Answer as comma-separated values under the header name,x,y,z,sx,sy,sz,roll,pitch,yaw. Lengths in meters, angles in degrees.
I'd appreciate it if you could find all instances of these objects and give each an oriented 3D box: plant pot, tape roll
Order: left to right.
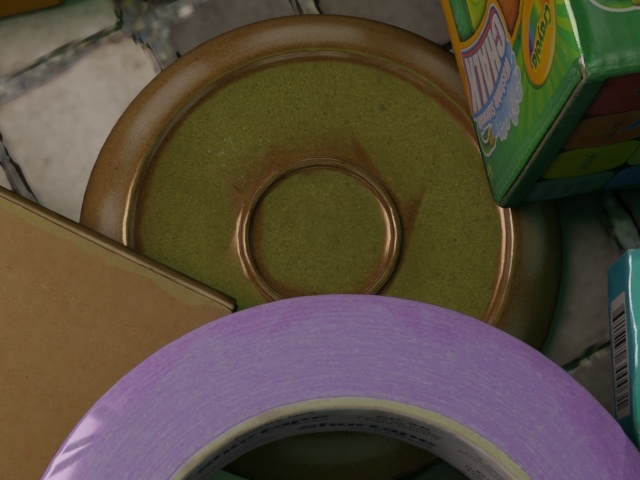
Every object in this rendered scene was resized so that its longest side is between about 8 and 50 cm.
name,x,y,z,sx,sy,sz,roll,pitch,yaw
plant pot,0.000,0.000,0.832,0.236,0.032,0.236,0,79,0
tape roll,0.011,0.164,0.712,0.274,0.090,0.275,0,79,-2

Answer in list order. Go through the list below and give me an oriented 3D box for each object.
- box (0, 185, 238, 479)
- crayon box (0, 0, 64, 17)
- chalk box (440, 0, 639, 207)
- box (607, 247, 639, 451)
name,x,y,z,sx,sy,sz,roll,pitch,yaw
box,-0.162,0.058,0.792,0.201,0.021,0.164,26,98,-3
crayon box,-0.255,-0.196,0.839,0.323,0.083,0.203,-13,80,-4
chalk box,0.154,-0.125,0.765,0.179,0.180,0.289,-10,74,-9
box,0.261,0.055,0.811,0.244,0.060,0.100,-1,79,-1
